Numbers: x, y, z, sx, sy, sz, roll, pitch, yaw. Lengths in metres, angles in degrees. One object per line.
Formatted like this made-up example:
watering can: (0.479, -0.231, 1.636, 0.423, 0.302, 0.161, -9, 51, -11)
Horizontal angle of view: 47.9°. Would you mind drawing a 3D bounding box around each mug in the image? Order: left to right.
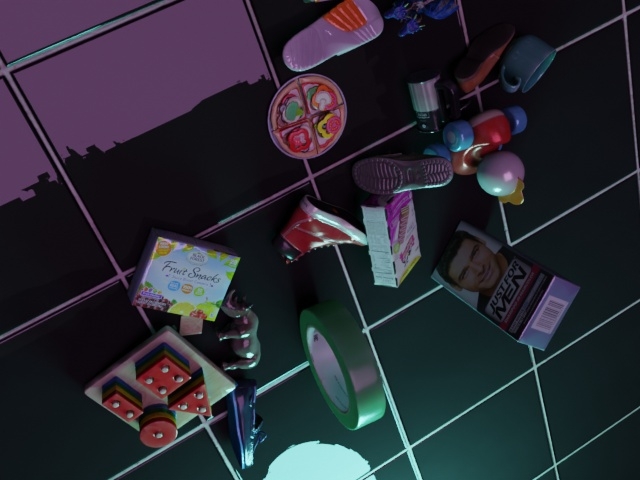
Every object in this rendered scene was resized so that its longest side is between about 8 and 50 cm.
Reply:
mug: (0.504, -0.447, 1.799, 0.158, 0.097, 0.129, -28, 155, -52)

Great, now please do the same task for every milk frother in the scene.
milk frother: (0.293, -0.357, 1.770, 0.143, 0.129, 0.134, -59, 140, -48)

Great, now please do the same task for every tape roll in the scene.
tape roll: (0.049, 0.307, 1.793, 0.077, 0.321, 0.321, -21, 120, -17)

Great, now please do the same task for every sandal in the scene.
sandal: (0.016, -0.451, 1.585, 0.265, 0.076, 0.101, -31, 105, -20)

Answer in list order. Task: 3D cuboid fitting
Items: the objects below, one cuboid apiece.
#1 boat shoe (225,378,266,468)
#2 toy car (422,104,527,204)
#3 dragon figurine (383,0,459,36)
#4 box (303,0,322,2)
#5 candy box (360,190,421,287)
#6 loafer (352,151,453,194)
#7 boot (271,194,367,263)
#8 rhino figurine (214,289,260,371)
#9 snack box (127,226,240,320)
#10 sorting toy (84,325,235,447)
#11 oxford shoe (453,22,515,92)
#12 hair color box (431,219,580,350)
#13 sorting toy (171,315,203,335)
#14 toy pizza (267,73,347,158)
boat shoe: (-0.186, 0.482, 1.882, 0.089, 0.109, 0.258, -13, 119, -26)
toy car: (0.418, -0.181, 1.782, 0.219, 0.210, 0.237, -18, 75, -28)
dragon figurine: (0.255, -0.548, 1.623, 0.289, 0.144, 0.085, -31, 123, -12)
box: (0.035, -0.578, 1.560, 0.179, 0.043, 0.105, -16, 119, -23)
candy box: (0.182, -0.021, 1.821, 0.159, 0.071, 0.233, -46, 134, -46)
loafer: (0.202, -0.165, 1.752, 0.251, 0.087, 0.094, 2, 107, 19)
boot: (0.000, 0.000, 1.785, 0.244, 0.088, 0.176, 22, 114, -40)
rhino figurine: (-0.203, 0.222, 1.773, 0.106, 0.073, 0.243, -11, 119, -16)
snack box: (-0.314, 0.079, 1.656, 0.207, 0.070, 0.174, 17, 104, -33)
sorting toy: (-0.373, 0.368, 1.708, 0.257, 0.089, 0.255, -36, 124, 8)
oxford shoe: (0.408, -0.454, 1.791, 0.212, 0.076, 0.076, -48, 145, -11)
hair color box: (0.470, 0.108, 1.886, 0.114, 0.374, 0.185, 20, 101, -33)
sorting toy: (-0.325, 0.203, 1.740, 0.083, 0.012, 0.062, -2, 118, -30)
toy pizza: (-0.025, -0.283, 1.665, 0.201, 0.032, 0.201, -11, 116, -23)
